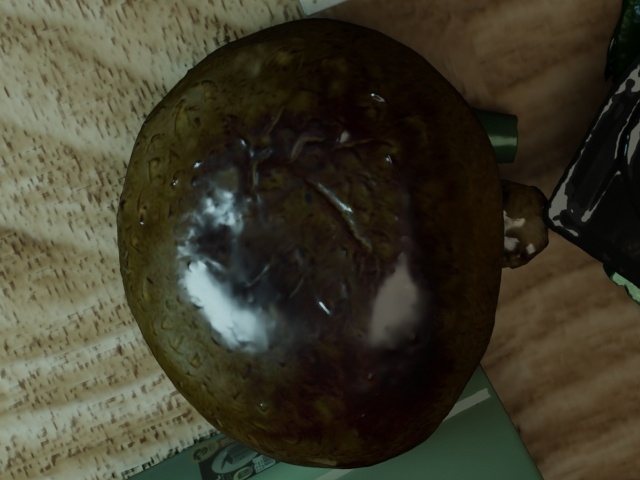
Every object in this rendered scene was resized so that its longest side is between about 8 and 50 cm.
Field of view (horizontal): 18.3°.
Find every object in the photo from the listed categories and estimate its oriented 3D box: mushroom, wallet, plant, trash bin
[{"bbox_3d":[-0.010,-0.001,1.554,0.345,0.345,0.239,-24,155,3],"label":"mushroom"},{"bbox_3d":[0.338,-0.097,1.596,0.247,0.041,0.323,31,88,-25],"label":"wallet"},{"bbox_3d":[0.111,-0.086,1.642,0.102,0.051,0.051,1,111,-1],"label":"plant"},{"bbox_3d":[0.016,0.239,1.706,0.343,0.158,0.223,-31,113,0],"label":"trash bin"}]

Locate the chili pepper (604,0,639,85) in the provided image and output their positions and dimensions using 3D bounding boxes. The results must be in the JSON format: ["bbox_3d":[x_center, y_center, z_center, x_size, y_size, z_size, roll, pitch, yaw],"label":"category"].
[{"bbox_3d":[0.290,-0.135,1.637,0.108,0.062,0.216,9,112,-10],"label":"chili pepper"}]

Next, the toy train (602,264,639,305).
[{"bbox_3d":[0.332,-0.003,1.691,0.104,0.071,0.178,39,103,-10],"label":"toy train"}]

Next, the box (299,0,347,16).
[{"bbox_3d":[0.012,-0.293,1.544,0.141,0.058,0.201,-21,113,2],"label":"box"}]
